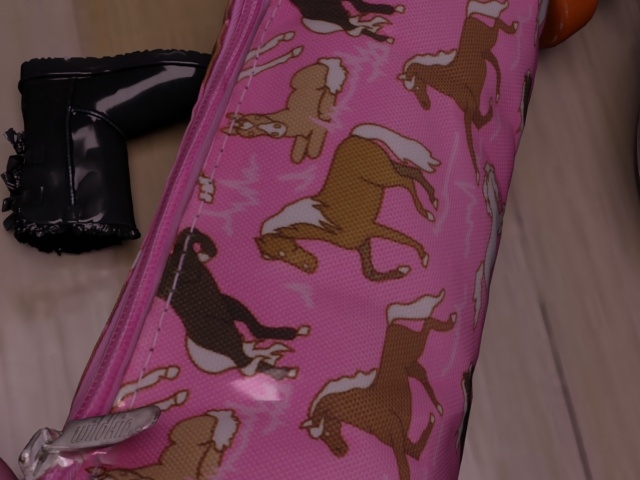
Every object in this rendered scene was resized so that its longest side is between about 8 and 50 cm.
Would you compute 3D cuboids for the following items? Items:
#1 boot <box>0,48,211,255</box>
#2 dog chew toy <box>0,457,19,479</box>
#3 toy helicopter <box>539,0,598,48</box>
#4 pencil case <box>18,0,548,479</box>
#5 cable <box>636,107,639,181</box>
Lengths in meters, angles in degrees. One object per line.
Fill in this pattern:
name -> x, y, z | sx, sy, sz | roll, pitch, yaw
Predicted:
boot -> -0.106, -0.046, 0.591 | 0.121, 0.045, 0.099 | -3, 71, -1
dog chew toy -> -0.269, 0.109, 0.445 | 0.331, 0.206, 0.207 | 19, 71, -10
toy helicopter -> 0.153, -0.247, 0.527 | 0.140, 0.355, 0.235 | -35, 97, -16
pencil case -> 0.000, 0.000, 0.502 | 0.160, 0.167, 0.386 | 10, 58, 13
cable -> 0.301, -0.057, 0.630 | 0.257, 0.089, 0.257 | 7, 72, -5
